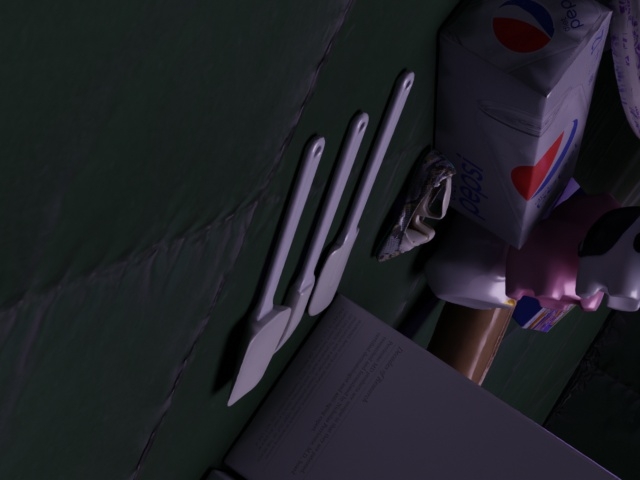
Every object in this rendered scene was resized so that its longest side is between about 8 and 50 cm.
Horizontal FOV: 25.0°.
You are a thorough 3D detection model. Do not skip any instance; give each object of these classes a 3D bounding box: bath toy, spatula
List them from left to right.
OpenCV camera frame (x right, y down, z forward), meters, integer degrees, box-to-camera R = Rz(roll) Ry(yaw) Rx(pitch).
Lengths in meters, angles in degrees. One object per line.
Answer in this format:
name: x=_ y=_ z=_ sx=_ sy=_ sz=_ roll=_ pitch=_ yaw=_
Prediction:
spatula: x=0.000 y=0.000 z=1.040 sx=0.168 sy=0.019 sz=0.242 roll=-38 pitch=156 yaw=-47
bath toy: x=0.244 y=0.001 z=1.312 sx=0.151 sy=0.348 sz=0.129 roll=16 pitch=78 yaw=-38

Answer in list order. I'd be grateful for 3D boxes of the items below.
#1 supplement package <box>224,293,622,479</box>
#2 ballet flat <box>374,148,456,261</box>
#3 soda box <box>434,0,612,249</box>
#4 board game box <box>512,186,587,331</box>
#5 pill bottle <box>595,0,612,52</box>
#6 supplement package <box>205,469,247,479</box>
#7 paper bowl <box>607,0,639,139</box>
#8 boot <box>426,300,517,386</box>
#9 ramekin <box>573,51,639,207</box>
supplement package: x=0.098 y=0.207 z=1.228 sx=0.175 sy=0.293 sz=0.177 roll=-56 pitch=163 yaw=-5
ballet flat: x=0.082 y=-0.021 z=1.203 sx=0.041 sy=0.041 sz=0.114 roll=-30 pitch=150 yaw=-58
soda box: x=0.155 y=-0.102 z=1.158 sx=0.091 sy=0.098 sz=0.286 roll=-52 pitch=164 yaw=-17
board game box: x=0.369 y=-0.032 z=1.808 sx=0.347 sy=0.078 sz=0.233 roll=-44 pitch=166 yaw=9
pill bottle: x=0.232 y=-0.200 z=1.215 sx=0.086 sy=0.086 sz=0.152 roll=-63 pitch=163 yaw=21
supplement package: x=-0.065 y=0.362 z=1.212 sx=0.263 sy=0.199 sz=0.198 roll=-55 pitch=164 yaw=-6
paper bowl: x=0.331 y=-0.217 z=1.154 sx=0.284 sy=0.148 sz=0.284 roll=1 pitch=90 yaw=-66
boot: x=0.135 y=0.136 z=1.456 sx=0.269 sy=0.089 sz=0.236 roll=-65 pitch=-173 yaw=-9
ramekin: x=0.376 y=-0.122 z=1.427 sx=0.303 sy=0.303 sz=0.148 roll=-40 pitch=164 yaw=-46
